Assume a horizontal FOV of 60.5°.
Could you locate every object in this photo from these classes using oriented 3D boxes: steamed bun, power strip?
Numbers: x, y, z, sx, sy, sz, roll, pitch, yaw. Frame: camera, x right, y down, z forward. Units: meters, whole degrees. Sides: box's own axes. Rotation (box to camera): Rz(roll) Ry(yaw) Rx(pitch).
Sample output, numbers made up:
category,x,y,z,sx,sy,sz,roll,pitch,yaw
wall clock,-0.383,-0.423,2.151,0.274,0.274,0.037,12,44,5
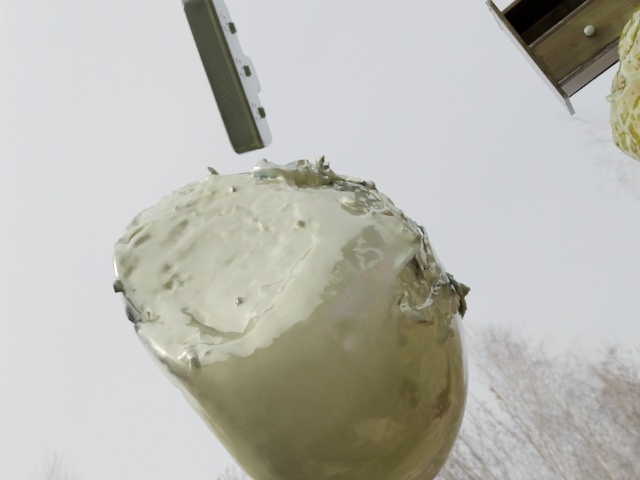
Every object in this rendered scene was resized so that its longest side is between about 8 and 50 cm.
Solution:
category,x,y,z,sx,sy,sz,roll,pitch,yaw
steamed bun,-0.009,0.081,0.512,0.233,0.334,0.311,-38,-39,-12
power strip,-0.147,-0.284,0.944,0.059,0.193,0.264,-17,-78,8

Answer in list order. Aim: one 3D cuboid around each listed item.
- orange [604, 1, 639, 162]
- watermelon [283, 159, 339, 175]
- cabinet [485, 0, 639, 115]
category,x,y,z,sx,sy,sz,roll,pitch,yaw
orange,0.450,-0.230,0.555,0.210,0.271,0.368,35,-97,-38
watermelon,0.000,0.000,1.156,0.258,0.228,0.387,-40,-64,16
cabinet,0.414,-0.352,0.891,0.175,0.215,0.148,-37,-16,24
